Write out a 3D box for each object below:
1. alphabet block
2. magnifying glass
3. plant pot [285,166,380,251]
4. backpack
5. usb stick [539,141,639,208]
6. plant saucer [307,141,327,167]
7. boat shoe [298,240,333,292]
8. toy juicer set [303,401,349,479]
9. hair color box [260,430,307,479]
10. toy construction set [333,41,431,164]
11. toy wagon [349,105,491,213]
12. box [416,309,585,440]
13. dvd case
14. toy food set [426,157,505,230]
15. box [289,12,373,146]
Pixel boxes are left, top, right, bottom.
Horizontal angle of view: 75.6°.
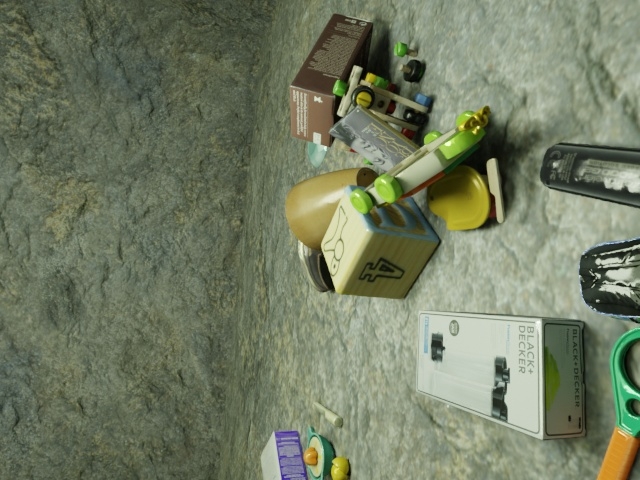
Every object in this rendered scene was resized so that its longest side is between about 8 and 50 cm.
[{"bbox_3d":[0.135,0.006,1.012,0.192,0.193,0.197,-106,32,-48],"label":"alphabet block"},{"bbox_3d":[0.399,0.220,0.522,0.092,0.026,0.231,-147,68,-65],"label":"magnifying glass"},{"bbox_3d":[0.063,-0.112,1.231,0.254,0.237,0.237,-23,61,47],"label":"plant pot"},{"bbox_3d":[0.392,0.051,0.508,0.114,0.084,0.105,-14,69,61],"label":"backpack"},{"bbox_3d":[0.417,-0.083,0.549,0.278,0.045,0.077,-139,53,-64],"label":"usb stick"},{"bbox_3d":[-0.019,-0.404,1.733,0.195,0.037,0.195,-173,90,-68],"label":"plant saucer"},{"bbox_3d":[0.000,0.000,1.395,0.130,0.132,0.355,-12,93,23],"label":"boat shoe"},{"bbox_3d":[0.006,0.649,1.244,0.209,0.089,0.329,131,141,-54],"label":"toy juicer set"},{"bbox_3d":[-0.121,0.879,1.455,0.339,0.110,0.185,-109,36,-51],"label":"hair color box"},{"bbox_3d":[0.116,-0.353,1.120,0.309,0.237,0.257,122,148,-46],"label":"toy construction set"},{"bbox_3d":[0.212,-0.160,0.823,0.068,0.267,0.344,54,161,-7],"label":"toy wagon"},{"bbox_3d":[0.287,0.208,0.709,0.290,0.087,0.169,167,109,-66],"label":"box"},{"bbox_3d":[0.145,-0.245,1.047,0.018,0.221,0.164,-65,18,-17],"label":"dvd case"},{"bbox_3d":[0.303,-0.091,0.816,0.218,0.071,0.128,-3,104,70],"label":"toy food set"},{"bbox_3d":[0.036,-0.491,1.255,0.191,0.143,0.381,95,-166,-57],"label":"box"}]
